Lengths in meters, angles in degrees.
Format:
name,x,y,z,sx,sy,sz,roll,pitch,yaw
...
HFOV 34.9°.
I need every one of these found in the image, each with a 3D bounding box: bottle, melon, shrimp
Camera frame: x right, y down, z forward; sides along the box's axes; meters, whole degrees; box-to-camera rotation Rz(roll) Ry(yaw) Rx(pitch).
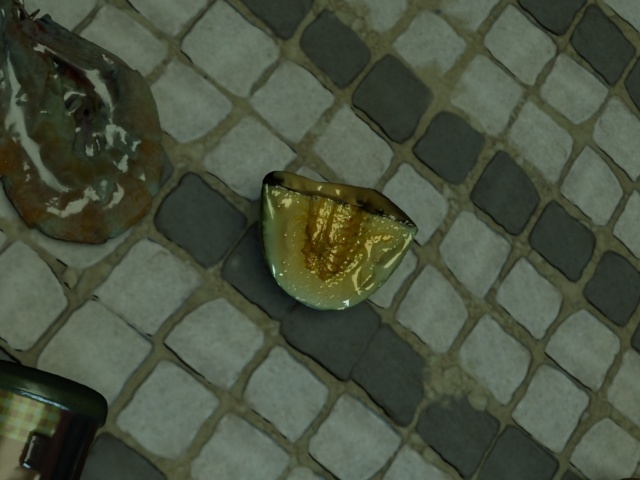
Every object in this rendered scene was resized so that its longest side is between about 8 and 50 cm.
name,x,y,z,sx,sy,sz,roll,pitch,yaw
bottle,-0.267,0.232,0.785,0.156,0.143,0.271,20,71,-16
melon,0.000,0.000,0.995,0.160,0.079,0.128,17,91,-18
shrimp,-0.244,-0.149,0.941,0.164,0.062,0.317,-22,89,-29

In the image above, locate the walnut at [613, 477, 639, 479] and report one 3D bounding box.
name,x,y,z,sx,sy,sz,roll,pitch,yaw
walnut,0.315,0.315,1.000,0.166,0.149,0.167,30,35,-23
